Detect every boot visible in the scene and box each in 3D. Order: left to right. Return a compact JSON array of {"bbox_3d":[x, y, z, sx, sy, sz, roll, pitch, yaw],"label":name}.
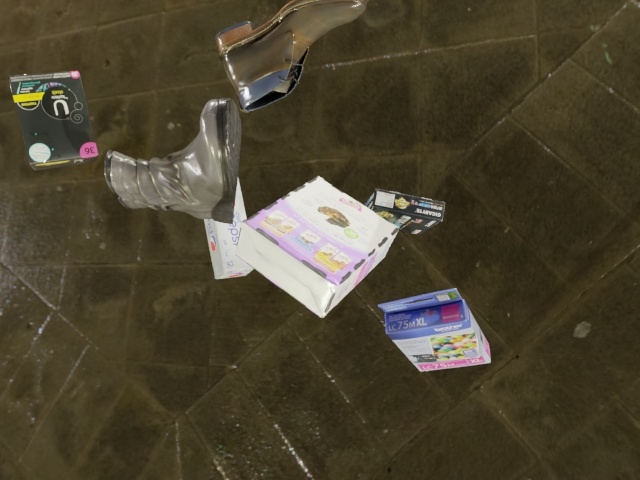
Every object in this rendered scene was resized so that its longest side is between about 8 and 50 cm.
[{"bbox_3d":[-0.248,-0.118,0.848,0.222,0.338,0.118,7,64,-9],"label":"boot"},{"bbox_3d":[-0.031,-0.244,0.672,0.219,0.082,0.106,-9,96,27],"label":"boot"}]

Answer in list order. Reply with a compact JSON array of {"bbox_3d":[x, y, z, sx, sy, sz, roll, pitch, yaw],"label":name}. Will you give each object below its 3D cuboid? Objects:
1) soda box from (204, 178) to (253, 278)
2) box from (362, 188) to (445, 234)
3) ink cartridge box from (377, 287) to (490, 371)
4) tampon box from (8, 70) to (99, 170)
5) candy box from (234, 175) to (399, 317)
[{"bbox_3d":[-0.263,-0.042,1.436,0.091,0.098,0.286,-35,65,56],"label":"soda box"},{"bbox_3d":[0.203,-0.070,1.329,0.175,0.220,0.051,11,81,-4],"label":"box"},{"bbox_3d":[0.272,0.220,1.199,0.185,0.311,0.065,-14,50,22],"label":"ink cartridge box"},{"bbox_3d":[-0.507,-0.226,0.982,0.120,0.101,0.161,-14,96,-25],"label":"tampon box"},{"bbox_3d":[0.000,0.000,0.773,0.165,0.196,0.070,34,130,17],"label":"candy box"}]
